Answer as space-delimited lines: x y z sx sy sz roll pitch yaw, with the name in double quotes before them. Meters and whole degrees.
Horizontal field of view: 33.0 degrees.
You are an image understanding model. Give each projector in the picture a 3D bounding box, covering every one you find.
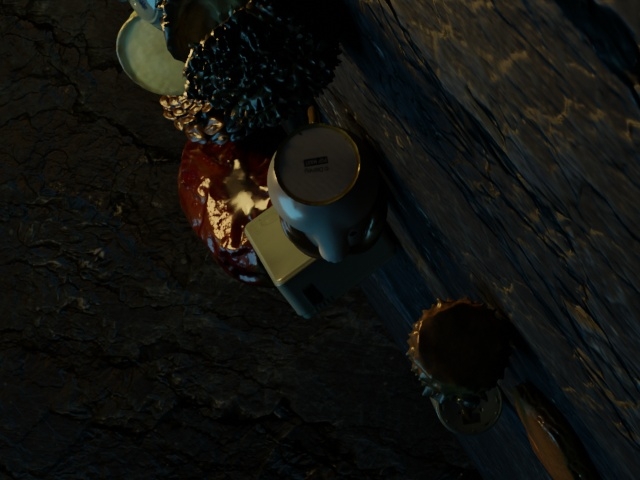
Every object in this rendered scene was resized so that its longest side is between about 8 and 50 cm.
"projector" 0.000 0.000 1.737 0.099 0.192 0.256 53 180 -26

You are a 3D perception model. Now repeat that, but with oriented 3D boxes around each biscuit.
"biscuit" 0.275 0.244 1.285 0.192 0.036 0.186 59 178 -27

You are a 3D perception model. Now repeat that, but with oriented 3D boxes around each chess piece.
"chess piece" -0.218 -0.348 1.682 0.144 0.144 0.251 58 -157 -31

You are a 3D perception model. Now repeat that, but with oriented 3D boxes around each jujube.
"jujube" -0.120 -0.082 2.029 0.276 0.276 0.377 59 178 -39

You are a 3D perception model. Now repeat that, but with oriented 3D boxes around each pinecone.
"pinecone" -0.173 -0.258 1.898 0.207 0.208 0.208 57 178 4

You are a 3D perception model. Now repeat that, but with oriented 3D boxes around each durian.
"durian" -0.053 -0.190 0.997 0.196 0.167 0.196 49 -153 -37

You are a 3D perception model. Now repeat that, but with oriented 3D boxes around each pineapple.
"pineapple" 0.155 0.129 1.250 0.130 0.119 0.277 37 175 13

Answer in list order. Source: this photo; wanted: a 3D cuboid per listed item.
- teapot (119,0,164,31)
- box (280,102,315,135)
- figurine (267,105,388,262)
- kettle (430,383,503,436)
"teapot" -0.166 -0.297 1.219 0.232 0.159 0.159 40 167 40
"box" -0.080 -0.254 1.614 0.230 0.050 0.160 56 177 14
"figurine" 0.011 -0.061 1.364 0.263 0.142 0.189 60 -152 -76
"kettle" 0.205 0.219 1.635 0.127 0.098 0.148 51 -178 -6
